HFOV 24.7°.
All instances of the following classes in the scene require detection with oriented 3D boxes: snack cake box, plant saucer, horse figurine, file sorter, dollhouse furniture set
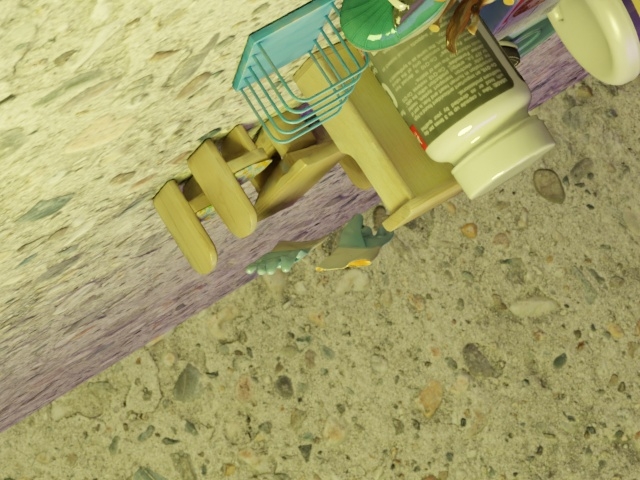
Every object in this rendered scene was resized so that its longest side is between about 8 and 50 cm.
[{"bbox_3d":[0.291,-0.379,2.071,0.152,0.089,0.264,-30,173,-17],"label":"snack cake box"},{"bbox_3d":[0.348,-0.366,2.649,0.317,0.044,0.317,-33,174,-4],"label":"plant saucer"},{"bbox_3d":[0.227,-0.326,1.759,0.263,0.066,0.174,-35,-163,54],"label":"horse figurine"},{"bbox_3d":[-0.023,-0.204,1.792,0.118,0.104,0.170,-30,174,-16],"label":"file sorter"},{"bbox_3d":[0.024,-0.095,2.147,0.362,0.256,0.394,-28,171,-37],"label":"dollhouse furniture set"}]

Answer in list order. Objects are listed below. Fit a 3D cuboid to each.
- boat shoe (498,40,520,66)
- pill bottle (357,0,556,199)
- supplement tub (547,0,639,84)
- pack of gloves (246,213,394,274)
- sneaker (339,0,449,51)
[{"bbox_3d":[0.254,-0.285,2.481,0.228,0.068,0.081,-14,158,-31],"label":"boat shoe"},{"bbox_3d":[0.175,-0.206,1.931,0.161,0.283,0.161,-32,173,-4],"label":"pill bottle"},{"bbox_3d":[0.525,-0.417,2.237,0.331,0.241,0.241,-33,174,-7],"label":"supplement tub"},{"bbox_3d":[0.000,0.000,2.166,0.195,0.046,0.232,-6,-169,14],"label":"pack of gloves"},{"bbox_3d":[0.134,-0.333,1.631,0.302,0.108,0.121,-42,172,7],"label":"sneaker"}]
